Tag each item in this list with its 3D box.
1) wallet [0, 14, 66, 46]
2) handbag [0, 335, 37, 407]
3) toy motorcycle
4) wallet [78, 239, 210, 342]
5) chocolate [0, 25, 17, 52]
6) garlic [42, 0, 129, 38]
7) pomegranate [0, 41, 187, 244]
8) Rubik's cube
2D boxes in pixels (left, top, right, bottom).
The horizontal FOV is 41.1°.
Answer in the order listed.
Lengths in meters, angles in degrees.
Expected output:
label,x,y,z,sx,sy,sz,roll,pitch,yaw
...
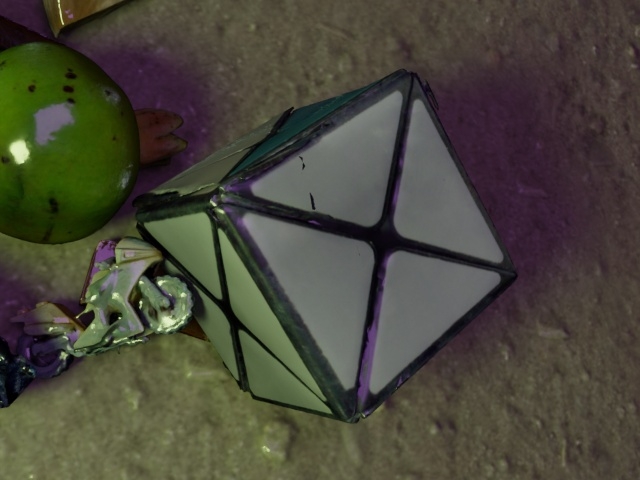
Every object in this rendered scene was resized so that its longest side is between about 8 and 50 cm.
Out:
label,x,y,z,sx,sy,sz,roll,pitch,yaw
wallet,-0.472,-0.254,1.089,0.255,0.031,0.137,27,68,-14
handbag,-0.441,0.101,0.926,0.260,0.162,0.113,40,62,-12
toy motorcycle,-0.265,0.076,1.026,0.229,0.094,0.130,-20,85,6
wallet,-0.216,0.065,1.112,0.176,0.026,0.095,17,74,-18
chocolate,-0.444,-0.251,0.966,0.093,0.214,0.148,-36,89,9
garlic,-0.308,-0.362,1.166,0.195,0.087,0.101,-39,106,-31
pomegranate,-0.290,-0.114,1.032,0.302,0.236,0.236,-5,76,-45
Rubik's cube,0.000,0.000,1.042,0.305,0.307,0.310,-37,106,-25
